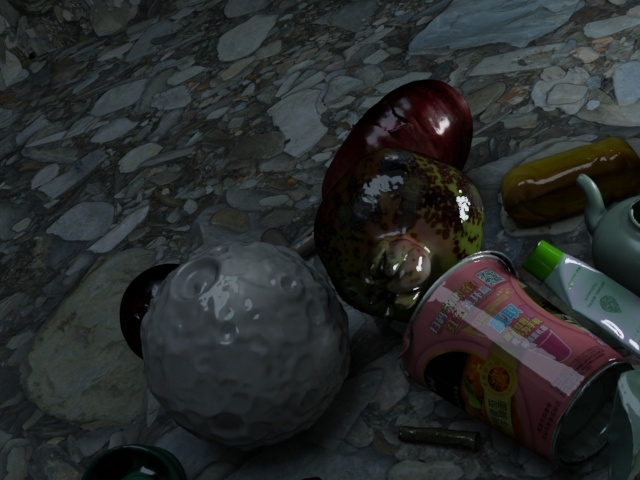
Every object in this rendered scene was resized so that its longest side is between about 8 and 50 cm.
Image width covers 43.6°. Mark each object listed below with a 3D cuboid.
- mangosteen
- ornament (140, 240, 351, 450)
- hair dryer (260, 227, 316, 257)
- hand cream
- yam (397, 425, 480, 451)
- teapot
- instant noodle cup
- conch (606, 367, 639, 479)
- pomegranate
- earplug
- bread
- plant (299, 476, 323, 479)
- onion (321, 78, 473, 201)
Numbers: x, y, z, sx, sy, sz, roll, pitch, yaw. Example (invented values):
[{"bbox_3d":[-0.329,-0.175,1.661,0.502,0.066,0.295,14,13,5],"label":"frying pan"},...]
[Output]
[{"bbox_3d":[-0.279,0.141,1.518,0.210,0.209,0.209,-18,36,14],"label":"mangosteen"},{"bbox_3d":[-0.125,0.159,1.280,0.337,0.337,0.337,-18,36,14],"label":"ornament"},{"bbox_3d":[0.007,0.004,1.625,0.221,0.053,0.195,-25,35,-8],"label":"hair dryer"},{"bbox_3d":[0.408,0.098,1.114,0.275,0.050,0.079,36,89,10],"label":"hand cream"},{"bbox_3d":[0.168,0.287,1.167,0.130,0.027,0.033,-4,40,31],"label":"yam"},{"bbox_3d":[0.505,0.006,1.183,0.193,0.129,0.294,-34,45,-28],"label":"teapot"},{"bbox_3d":[0.276,0.169,1.094,0.244,0.243,0.255,-39,43,-15],"label":"instant noodle cup"},{"bbox_3d":[0.400,0.316,0.840,0.197,0.249,0.367,17,62,3],"label":"conch"},{"bbox_3d":[0.116,0.006,1.223,0.285,0.284,0.340,-18,13,14],"label":"pomegranate"},{"bbox_3d":[-0.262,0.427,1.179,0.164,0.257,0.280,-22,4,8],"label":"earplug"},{"bbox_3d":[0.442,-0.101,1.418,0.246,0.102,0.094,-17,30,12],"label":"bread"},{"bbox_3d":[-0.070,0.416,1.054,0.256,0.164,0.141,-37,29,13],"label":"plant"},{"bbox_3d":[0.172,-0.133,1.514,0.348,0.285,0.347,-42,-6,-6],"label":"onion"}]
